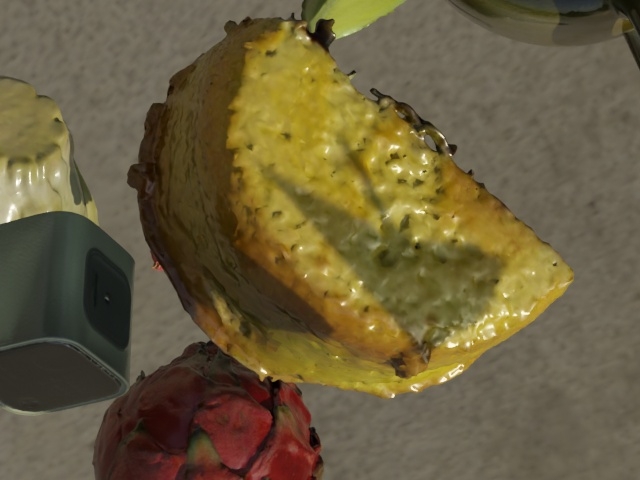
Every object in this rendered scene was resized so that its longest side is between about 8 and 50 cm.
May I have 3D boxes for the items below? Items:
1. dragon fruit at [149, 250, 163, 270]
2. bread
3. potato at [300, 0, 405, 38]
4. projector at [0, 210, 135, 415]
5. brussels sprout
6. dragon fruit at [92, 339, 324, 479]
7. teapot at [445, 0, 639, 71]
[{"bbox_3d":[-0.090,0.007,1.565,0.116,0.081,0.086,10,109,-41],"label":"dragon fruit"},{"bbox_3d":[0.002,0.004,1.039,0.260,0.160,0.147,43,64,-10],"label":"bread"},{"bbox_3d":[0.054,-0.250,1.596,0.119,0.198,0.054,-9,68,-42],"label":"potato"},{"bbox_3d":[-0.155,0.042,1.000,0.083,0.083,0.082,47,36,-51],"label":"projector"},{"bbox_3d":[-0.343,-0.021,1.662,0.243,0.316,0.274,-11,36,-36],"label":"brussels sprout"},{"bbox_3d":[-0.117,0.232,1.821,0.244,0.244,0.299,23,42,-20],"label":"dragon fruit"},{"bbox_3d":[0.123,-0.182,0.856,0.186,0.175,0.267,-25,84,7],"label":"teapot"}]
